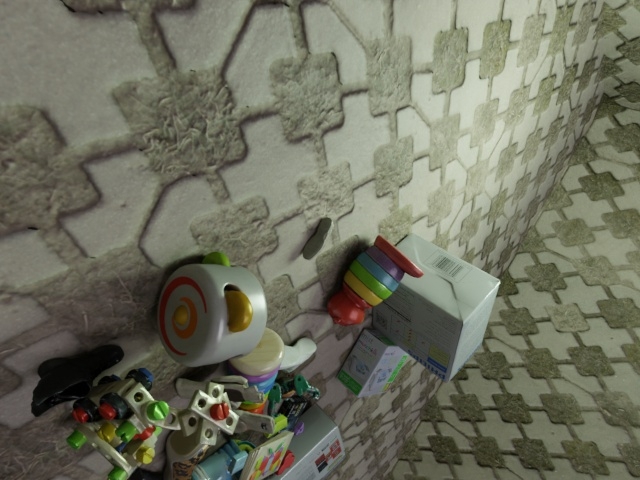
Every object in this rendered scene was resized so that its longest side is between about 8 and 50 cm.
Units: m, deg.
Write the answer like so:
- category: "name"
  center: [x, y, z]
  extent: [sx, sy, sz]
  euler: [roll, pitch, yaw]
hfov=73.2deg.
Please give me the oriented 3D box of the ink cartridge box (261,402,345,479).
- category: "ink cartridge box"
  center: [-0.071, 0.787, 1.541]
  extent: [0.310, 0.130, 0.271]
  euler: [-35, 135, -24]

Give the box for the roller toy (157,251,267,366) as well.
- category: "roller toy"
  center: [-0.212, 0.141, 0.825]
  extent: [0.146, 0.209, 0.191]
  euler: [6, 117, -53]

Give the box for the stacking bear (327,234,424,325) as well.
- category: "stacking bear"
  center: [0.140, 0.140, 1.316]
  extent: [0.164, 0.175, 0.289]
  euler: [41, 93, -16]

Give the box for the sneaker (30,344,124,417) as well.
- category: "sneaker"
  center: [-0.411, 0.237, 0.745]
  extent: [0.170, 0.089, 0.051]
  euler: [-3, 118, -50]

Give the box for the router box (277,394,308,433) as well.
- category: "router box"
  center: [-0.104, 0.584, 1.454]
  extent: [0.092, 0.038, 0.122]
  euler: [21, 99, -56]

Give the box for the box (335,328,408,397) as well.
- category: "box"
  center: [0.218, 0.477, 1.705]
  extent: [0.262, 0.127, 0.231]
  euler: [22, 100, -55]

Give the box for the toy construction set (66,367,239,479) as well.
- category: "toy construction set"
  center: [-0.322, 0.336, 0.781]
  extent: [0.214, 0.328, 0.151]
  euler: [59, 22, -14]

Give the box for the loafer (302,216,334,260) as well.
- category: "loafer"
  center: [0.000, 0.000, 1.125]
  extent: [0.125, 0.045, 0.039]
  euler: [-59, 153, -3]

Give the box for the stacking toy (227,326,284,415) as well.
- category: "stacking toy"
  center: [-0.179, 0.381, 1.129]
  extent: [0.141, 0.141, 0.330]
  euler: [-25, 139, -39]

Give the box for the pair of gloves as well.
- category: "pair of gloves"
  center: [-0.222, 0.396, 1.047]
  extent: [0.042, 0.205, 0.240]
  euler: [-81, 165, -47]

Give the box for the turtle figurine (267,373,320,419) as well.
- category: "turtle figurine"
  center: [-0.098, 0.465, 1.298]
  extent: [0.175, 0.118, 0.234]
  euler: [-32, 157, -18]

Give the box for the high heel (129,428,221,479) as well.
- category: "high heel"
  center: [-0.318, 0.551, 1.095]
  extent: [0.261, 0.093, 0.186]
  euler: [-36, 137, -3]

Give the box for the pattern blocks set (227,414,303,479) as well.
- category: "pattern blocks set"
  center: [-0.156, 0.632, 1.239]
  extent: [0.325, 0.026, 0.285]
  euler: [-12, 122, -53]

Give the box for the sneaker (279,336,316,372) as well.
- category: "sneaker"
  center: [-0.098, 0.352, 1.254]
  extent: [0.212, 0.080, 0.094]
  euler: [0, 128, -53]

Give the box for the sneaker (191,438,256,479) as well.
- category: "sneaker"
  center: [-0.265, 0.724, 1.284]
  extent: [0.208, 0.127, 0.318]
  euler: [-30, 138, -34]

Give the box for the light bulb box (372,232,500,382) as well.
- category: "light bulb box"
  center: [0.382, 0.232, 1.509]
  extent: [0.225, 0.358, 0.360]
  euler: [-36, 141, -27]
